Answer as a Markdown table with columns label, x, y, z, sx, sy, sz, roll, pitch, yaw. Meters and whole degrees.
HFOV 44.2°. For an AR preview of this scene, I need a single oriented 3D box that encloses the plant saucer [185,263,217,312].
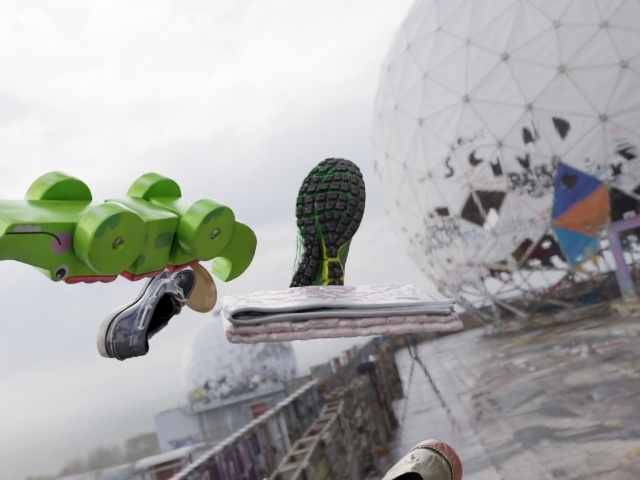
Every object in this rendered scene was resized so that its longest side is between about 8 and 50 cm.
| label | x | y | z | sx | sy | sz | roll | pitch | yaw |
| --- | --- | --- | --- | --- | --- | --- | --- | --- | --- |
| plant saucer | -0.187 | 0.070 | 1.164 | 0.015 | 0.083 | 0.083 | -27 | -12 | 30 |

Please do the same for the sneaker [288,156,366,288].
| label | x | y | z | sx | sy | sz | roll | pitch | yaw |
| --- | --- | --- | --- | --- | --- | --- | --- | --- | --- |
| sneaker | 0.000 | 0.000 | 1.564 | 0.134 | 0.343 | 0.146 | 14 | -3 | -2 |

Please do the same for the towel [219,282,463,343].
| label | x | y | z | sx | sy | sz | roll | pitch | yaw |
| --- | --- | --- | --- | --- | --- | --- | --- | --- | --- |
| towel | 0.015 | 0.103 | 1.192 | 0.332 | 0.053 | 0.317 | -2 | 1 | -7 |

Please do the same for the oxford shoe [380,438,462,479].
| label | x | y | z | sx | sy | sz | roll | pitch | yaw |
| --- | --- | --- | --- | --- | --- | --- | --- | --- | --- |
| oxford shoe | 0.084 | 0.459 | 1.217 | 0.130 | 0.123 | 0.348 | 0 | -61 | -61 |

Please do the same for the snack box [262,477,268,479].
| label | x | y | z | sx | sy | sz | roll | pitch | yaw |
| --- | --- | --- | --- | --- | --- | --- | --- | --- | --- |
| snack box | -0.096 | 0.272 | 0.660 | 0.141 | 0.037 | 0.100 | -50 | -9 | 28 |

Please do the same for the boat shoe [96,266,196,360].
| label | x | y | z | sx | sy | sz | roll | pitch | yaw |
| --- | --- | --- | --- | --- | --- | --- | --- | --- | --- |
| boat shoe | -0.201 | 0.090 | 1.001 | 0.065 | 0.075 | 0.206 | 4 | 24 | 19 |

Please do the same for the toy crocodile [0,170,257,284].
| label | x | y | z | sx | sy | sz | roll | pitch | yaw |
| --- | --- | --- | --- | --- | --- | --- | --- | --- | --- |
| toy crocodile | -0.193 | -0.004 | 0.794 | 0.115 | 0.105 | 0.340 | 25 | 16 | 30 |
